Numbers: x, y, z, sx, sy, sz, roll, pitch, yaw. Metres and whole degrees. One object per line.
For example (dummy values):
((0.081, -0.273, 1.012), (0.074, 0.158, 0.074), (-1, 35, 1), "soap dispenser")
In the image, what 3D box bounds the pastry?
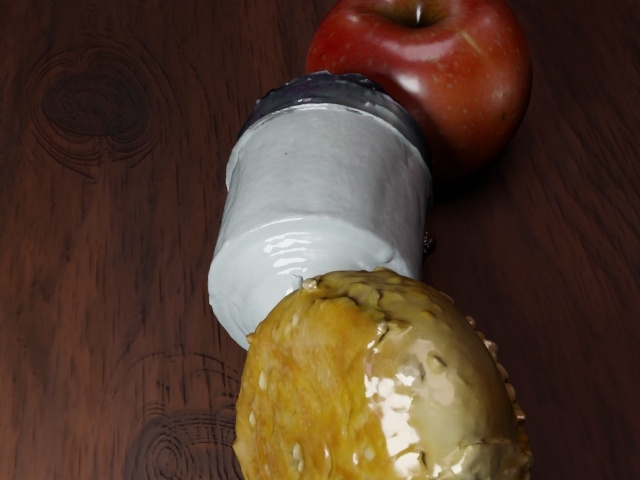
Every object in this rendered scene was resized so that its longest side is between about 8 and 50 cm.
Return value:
((0.065, 0.165, 1.284), (0.184, 0.284, 0.315), (-3, 16, -32), "pastry")

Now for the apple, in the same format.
((0.110, -0.184, 1.758), (0.260, 0.216, 0.260), (-3, 39, 3), "apple")

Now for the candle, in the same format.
((0.000, 0.000, 1.540), (0.221, 0.221, 0.342), (1, 42, 8), "candle")

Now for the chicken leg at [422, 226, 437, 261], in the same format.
((0.109, -0.004, 1.687), (0.036, 0.021, 0.083), (-7, 41, -17), "chicken leg")
